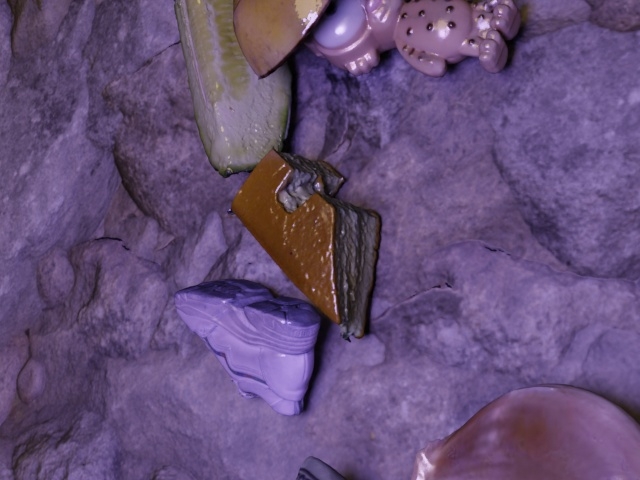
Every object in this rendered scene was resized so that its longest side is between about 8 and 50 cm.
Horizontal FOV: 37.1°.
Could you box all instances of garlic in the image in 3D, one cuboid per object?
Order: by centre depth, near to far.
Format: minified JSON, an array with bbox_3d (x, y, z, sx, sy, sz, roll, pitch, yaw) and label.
[{"bbox_3d":[0.224,0.280,0.931,0.325,0.132,0.279,9,81,37],"label":"garlic"}]

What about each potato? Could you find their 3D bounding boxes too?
[{"bbox_3d":[-0.036,-0.358,1.210,0.239,0.116,0.299,-18,45,55],"label":"potato"}]

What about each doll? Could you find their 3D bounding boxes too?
[{"bbox_3d":[0.110,-0.277,1.188,0.278,0.119,0.154,8,76,29],"label":"doll"}]

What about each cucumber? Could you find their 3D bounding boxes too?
[{"bbox_3d":[-0.118,-0.223,1.329,0.105,0.145,0.325,118,143,-62],"label":"cucumber"}]

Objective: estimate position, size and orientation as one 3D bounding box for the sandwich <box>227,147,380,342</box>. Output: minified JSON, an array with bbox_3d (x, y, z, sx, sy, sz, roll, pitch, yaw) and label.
[{"bbox_3d":[0.000,0.000,1.173,0.128,0.122,0.236,-51,58,14],"label":"sandwich"}]

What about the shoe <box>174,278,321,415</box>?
[{"bbox_3d":[-0.098,0.130,1.217,0.245,0.095,0.138,14,105,43],"label":"shoe"}]

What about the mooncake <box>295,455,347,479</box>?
[{"bbox_3d":[-0.041,0.377,1.025,0.254,0.136,0.250,-41,30,17],"label":"mooncake"}]
